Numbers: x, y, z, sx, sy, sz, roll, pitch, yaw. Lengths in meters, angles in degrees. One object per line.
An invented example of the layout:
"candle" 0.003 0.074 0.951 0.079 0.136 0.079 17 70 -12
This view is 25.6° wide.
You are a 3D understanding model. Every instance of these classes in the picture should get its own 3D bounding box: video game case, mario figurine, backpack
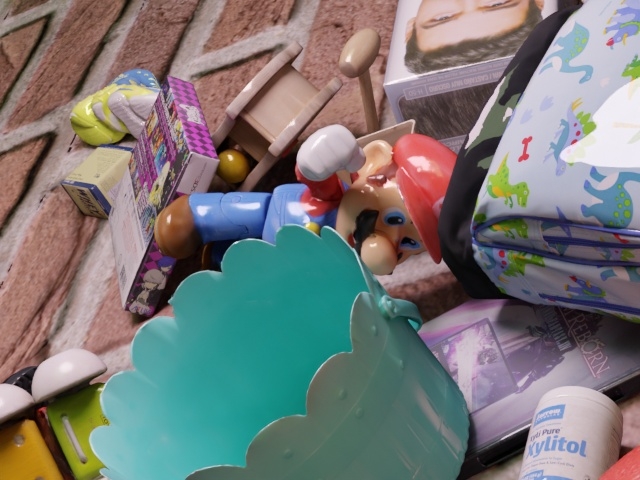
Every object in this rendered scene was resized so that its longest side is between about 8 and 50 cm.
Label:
"video game case" -0.189 -0.057 1.652 0.210 0.042 0.232 -65 22 21
"mario figurine" 0.000 0.000 1.307 0.320 0.198 0.170 -13 76 28
"video game case" 0.173 0.101 1.216 0.274 0.026 0.196 -29 31 8
"backpack" 0.287 -0.062 1.102 0.355 0.273 0.290 23 75 36

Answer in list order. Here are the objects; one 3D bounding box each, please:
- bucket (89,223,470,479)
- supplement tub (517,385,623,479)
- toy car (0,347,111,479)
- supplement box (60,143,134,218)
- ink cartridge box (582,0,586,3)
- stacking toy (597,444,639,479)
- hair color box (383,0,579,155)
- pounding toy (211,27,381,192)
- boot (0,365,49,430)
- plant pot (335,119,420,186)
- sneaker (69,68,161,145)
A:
"bucket" -0.026 0.141 1.153 0.281 0.183 0.281 -30 31 21
"supplement tub" 0.186 0.170 1.057 0.071 0.071 0.107 -13 36 30
"toy car" -0.245 0.198 1.373 0.182 0.159 0.136 -27 -6 9
"supplement box" -0.281 -0.078 1.864 0.083 0.056 0.083 10 50 49
"ink cartridge box" 0.430 -0.236 1.266 0.296 0.066 0.261 38 68 21
"stacking toy" 0.196 0.259 0.782 0.480 0.350 0.350 -35 24 36
"hair color box" 0.191 -0.249 1.593 0.185 0.113 0.374 -11 36 17
"pounding toy" -0.029 -0.121 1.611 0.269 0.155 0.154 -46 4 47
"boot" -0.398 0.236 1.479 0.207 0.094 0.246 -5 46 33
"plant pot" 0.065 -0.042 1.450 0.109 0.096 0.109 -19 32 23
"sneaker" -0.252 -0.203 1.984 0.240 0.091 0.126 1 43 45
